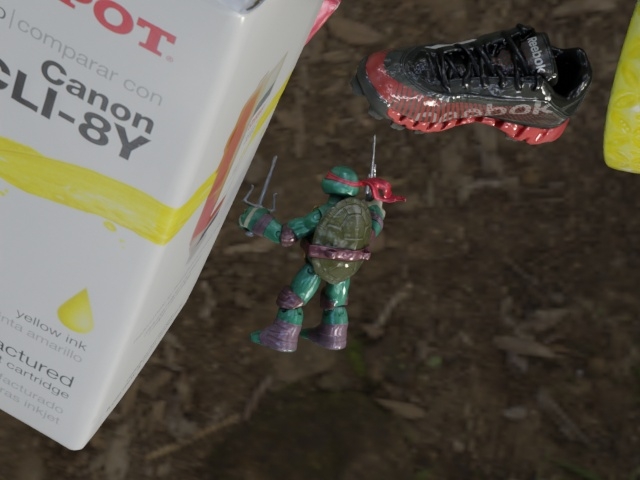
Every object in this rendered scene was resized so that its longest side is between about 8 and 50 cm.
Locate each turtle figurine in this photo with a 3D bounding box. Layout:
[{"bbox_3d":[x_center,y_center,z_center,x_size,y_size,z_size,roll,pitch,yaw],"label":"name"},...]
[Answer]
[{"bbox_3d":[0.000,0.000,1.728,0.175,0.118,0.234,7,102,-25],"label":"turtle figurine"}]

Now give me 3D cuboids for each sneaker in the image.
[{"bbox_3d":[0.167,-0.170,1.674,0.276,0.135,0.097,4,61,-30],"label":"sneaker"}]

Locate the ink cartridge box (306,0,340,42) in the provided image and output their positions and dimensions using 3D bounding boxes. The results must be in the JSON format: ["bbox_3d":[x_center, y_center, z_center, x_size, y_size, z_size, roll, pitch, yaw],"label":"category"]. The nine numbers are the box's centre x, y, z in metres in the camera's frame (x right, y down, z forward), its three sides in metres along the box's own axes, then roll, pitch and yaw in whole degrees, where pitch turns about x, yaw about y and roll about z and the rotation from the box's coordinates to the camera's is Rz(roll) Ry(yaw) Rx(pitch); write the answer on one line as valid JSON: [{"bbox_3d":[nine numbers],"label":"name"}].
[{"bbox_3d":[-0.169,-0.250,1.527,0.306,0.131,0.226,35,112,-23],"label":"ink cartridge box"}]

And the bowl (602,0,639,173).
[{"bbox_3d":[0.385,-0.181,1.495,0.289,0.156,0.289,-54,156,-38],"label":"bowl"}]

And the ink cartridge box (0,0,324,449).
[{"bbox_3d":[-0.174,-0.099,0.889,0.279,0.384,0.160,30,47,3],"label":"ink cartridge box"}]
